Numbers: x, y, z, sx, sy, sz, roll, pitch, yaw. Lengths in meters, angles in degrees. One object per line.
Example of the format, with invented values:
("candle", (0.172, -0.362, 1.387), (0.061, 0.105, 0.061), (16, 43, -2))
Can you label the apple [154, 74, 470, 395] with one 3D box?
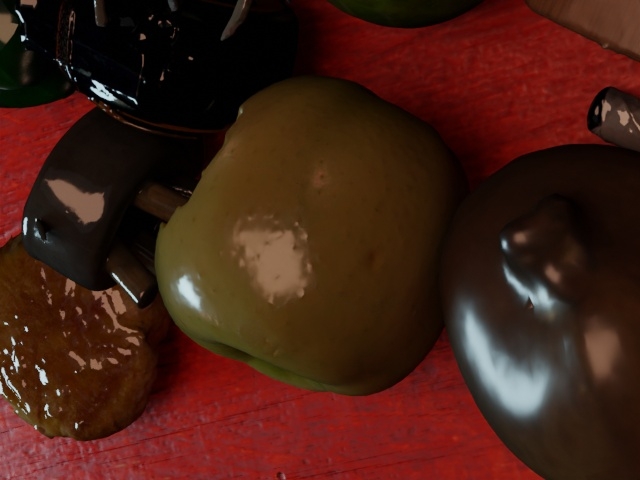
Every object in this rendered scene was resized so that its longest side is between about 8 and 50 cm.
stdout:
("apple", (0.000, 0.000, 1.539), (0.279, 0.279, 0.279), (3, 95, 30))

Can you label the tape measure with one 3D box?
("tape measure", (-0.126, -0.179, 1.628), (0.202, 0.223, 0.135), (29, 114, 36))

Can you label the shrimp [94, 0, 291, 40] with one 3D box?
("shrimp", (-0.160, -0.282, 1.493), (0.411, 0.166, 0.221), (29, 64, 28))

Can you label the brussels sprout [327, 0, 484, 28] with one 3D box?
("brussels sprout", (0.083, -0.287, 1.503), (0.244, 0.244, 0.244), (3, 95, 30))

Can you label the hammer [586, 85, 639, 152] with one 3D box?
("hammer", (0.392, -0.016, 1.443), (0.427, 0.044, 0.152), (35, 111, 25))

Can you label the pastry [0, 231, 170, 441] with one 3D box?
("pastry", (-0.243, 0.081, 1.789), (0.229, 0.100, 0.218), (23, 109, 22))

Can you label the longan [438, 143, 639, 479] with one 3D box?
("longan", (0.219, 0.059, 1.416), (0.243, 0.300, 0.300), (-38, 73, 0))

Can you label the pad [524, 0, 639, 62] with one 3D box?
("pad", (0.321, -0.265, 1.475), (0.284, 0.018, 0.286), (30, 108, 25))

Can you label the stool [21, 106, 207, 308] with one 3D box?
("stool", (-0.158, -0.042, 1.650), (0.139, 0.228, 0.153), (30, 149, 13))

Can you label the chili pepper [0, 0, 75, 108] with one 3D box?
("chili pepper", (-0.320, -0.254, 1.739), (0.257, 0.233, 0.248), (31, 113, 19))
